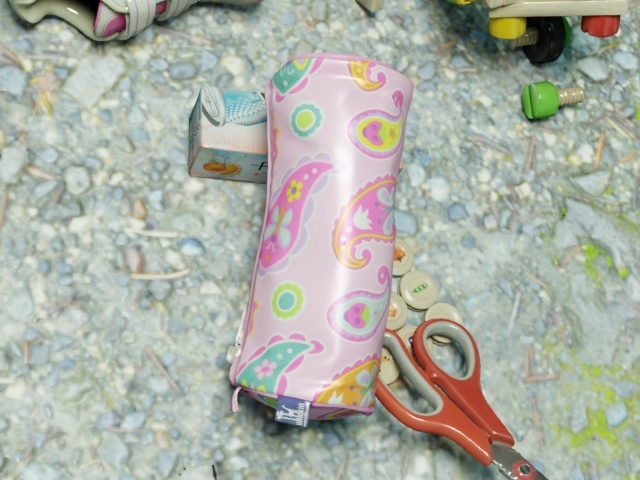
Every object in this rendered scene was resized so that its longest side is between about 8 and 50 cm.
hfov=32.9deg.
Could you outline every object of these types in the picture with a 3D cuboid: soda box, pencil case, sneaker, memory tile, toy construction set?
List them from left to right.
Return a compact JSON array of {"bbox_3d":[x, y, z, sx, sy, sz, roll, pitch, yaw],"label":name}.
[{"bbox_3d":[-0.162,-0.223,0.948,0.252,0.103,0.111,1,71,-11],"label":"sneaker"},{"bbox_3d":[-0.021,-0.086,0.950,0.183,0.058,0.063,5,66,-18],"label":"soda box"},{"bbox_3d":[0.000,0.000,0.848,0.124,0.124,0.284,10,83,-15],"label":"pencil case"},{"bbox_3d":[0.044,0.067,0.930,0.148,0.012,0.113,-28,79,-28],"label":"memory tile"},{"bbox_3d":[0.142,-0.290,0.975,0.237,0.309,0.258,-10,62,-17],"label":"toy construction set"}]

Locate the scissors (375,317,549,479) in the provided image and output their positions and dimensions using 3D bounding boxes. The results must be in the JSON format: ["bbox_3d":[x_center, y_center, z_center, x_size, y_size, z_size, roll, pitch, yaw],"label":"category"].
[{"bbox_3d":[0.137,0.175,0.849,0.109,0.021,0.297,-17,56,-29],"label":"scissors"}]
